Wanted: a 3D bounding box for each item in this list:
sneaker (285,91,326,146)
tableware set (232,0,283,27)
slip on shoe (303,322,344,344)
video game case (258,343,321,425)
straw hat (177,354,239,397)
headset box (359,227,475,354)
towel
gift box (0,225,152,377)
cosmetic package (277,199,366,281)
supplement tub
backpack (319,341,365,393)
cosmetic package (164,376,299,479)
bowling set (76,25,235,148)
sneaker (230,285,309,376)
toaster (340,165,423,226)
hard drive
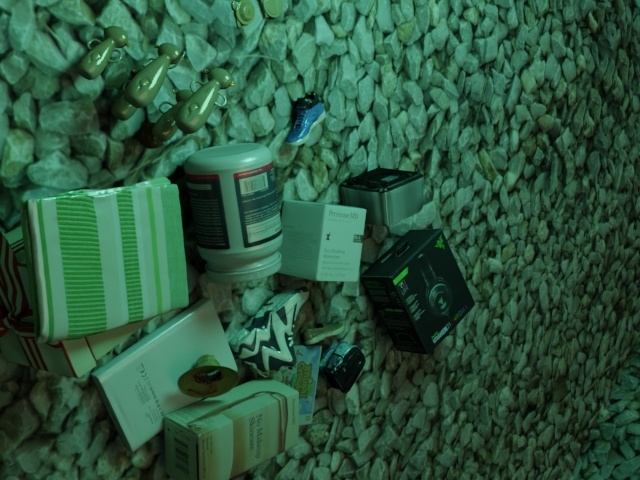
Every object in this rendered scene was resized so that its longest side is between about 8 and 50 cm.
[{"bbox_3d":[-0.046,-0.296,1.907,0.152,0.058,0.085,-51,134,-32],"label":"sneaker"},{"bbox_3d":[-0.149,-0.561,1.787,0.168,0.020,0.141,-33,121,-38],"label":"tableware set"},{"bbox_3d":[0.008,0.233,2.070,0.135,0.051,0.041,-18,92,-38],"label":"slip on shoe"},{"bbox_3d":[-0.082,0.372,2.019,0.193,0.023,0.213,5,94,-45],"label":"video game case"},{"bbox_3d":[-0.249,0.286,1.746,0.144,0.144,0.061,36,33,-42],"label":"straw hat"},{"bbox_3d":[0.273,0.131,2.229,0.246,0.131,0.283,-39,112,-33],"label":"headset box"},{"bbox_3d":[-0.356,0.027,1.353,0.324,0.038,0.248,-15,103,-55],"label":"towel"},{"bbox_3d":[-0.482,0.072,1.419,0.258,0.255,0.276,-41,118,-44],"label":"gift box"},{"bbox_3d":[0.000,0.000,1.942,0.151,0.151,0.184,4,95,-46],"label":"cosmetic package"},{"bbox_3d":[-0.184,-0.063,1.721,0.191,0.191,0.272,-21,112,-41],"label":"supplement tub"},{"bbox_3d":[0.057,0.328,2.105,0.114,0.084,0.105,-51,134,-24],"label":"backpack"},{"bbox_3d":[-0.196,0.433,1.800,0.296,0.129,0.153,-17,113,-44],"label":"cosmetic package"},{"bbox_3d":[-0.329,-0.293,1.583,0.287,0.200,0.154,30,65,0],"label":"bowling set"},{"bbox_3d":[-0.089,0.231,1.915,0.235,0.094,0.153,-45,112,-29],"label":"sneaker"},{"bbox_3d":[0.157,-0.117,2.066,0.185,0.168,0.110,-24,115,-40],"label":"toaster"},{"bbox_3d":[-0.332,0.290,1.744,0.307,0.040,0.203,-35,121,-35],"label":"hard drive"}]
